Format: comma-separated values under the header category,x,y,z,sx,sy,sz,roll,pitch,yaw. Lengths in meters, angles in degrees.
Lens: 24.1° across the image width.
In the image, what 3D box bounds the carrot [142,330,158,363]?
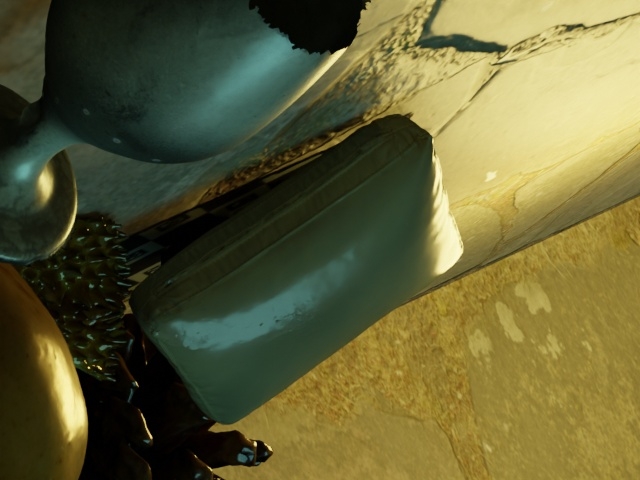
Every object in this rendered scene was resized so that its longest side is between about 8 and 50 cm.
category,x,y,z,sx,sy,sz,roll,pitch,yaw
carrot,-0.239,0.162,1.905,0.302,0.114,0.114,-25,172,-15

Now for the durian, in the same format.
category,x,y,z,sx,sy,sz,roll,pitch,yaw
durian,-0.233,0.042,1.312,0.139,0.144,0.252,12,179,2

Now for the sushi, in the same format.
category,x,y,z,sx,sy,sz,roll,pitch,yaw
sushi,-0.056,0.004,1.597,0.320,0.068,0.339,-24,172,-12

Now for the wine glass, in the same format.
category,x,y,z,sx,sy,sz,roll,pitch,yaw
wine glass,-0.097,-0.084,0.753,0.241,0.126,0.126,-28,172,34

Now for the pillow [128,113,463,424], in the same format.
category,x,y,z,sx,sy,sz,roll,pitch,yaw
pillow,-0.012,0.034,1.461,0.322,0.120,0.255,-36,148,-8

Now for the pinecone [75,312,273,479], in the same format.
category,x,y,z,sx,sy,sz,roll,pitch,yaw
pinecone,-0.216,0.237,1.677,0.384,0.384,0.384,-25,172,-4

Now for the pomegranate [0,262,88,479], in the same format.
category,x,y,z,sx,sy,sz,roll,pitch,yaw
pomegranate,-0.294,0.116,0.940,0.307,0.307,0.307,-25,172,-4
